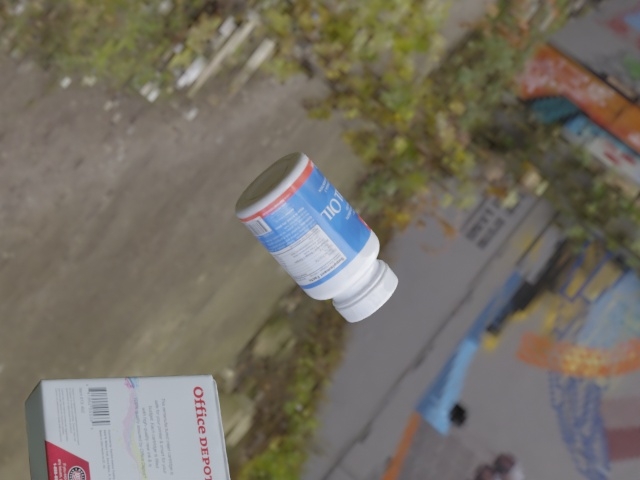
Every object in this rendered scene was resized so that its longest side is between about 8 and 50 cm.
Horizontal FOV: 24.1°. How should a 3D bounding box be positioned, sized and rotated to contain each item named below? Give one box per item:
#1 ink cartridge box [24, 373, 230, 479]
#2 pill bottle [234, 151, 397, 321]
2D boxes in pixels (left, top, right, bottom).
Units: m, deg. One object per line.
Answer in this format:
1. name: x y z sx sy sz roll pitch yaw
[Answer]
1. ink cartridge box: -0.186 0.201 1.441 0.175 0.127 0.072 1 156 -25
2. pill bottle: 0.000 0.000 2.001 0.124 0.221 0.124 -37 -162 14
